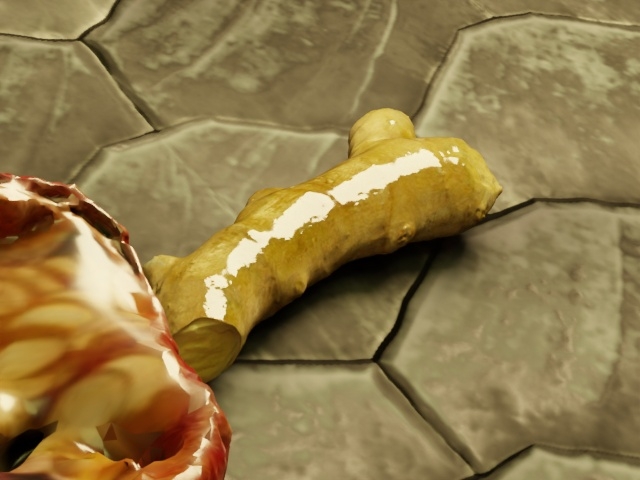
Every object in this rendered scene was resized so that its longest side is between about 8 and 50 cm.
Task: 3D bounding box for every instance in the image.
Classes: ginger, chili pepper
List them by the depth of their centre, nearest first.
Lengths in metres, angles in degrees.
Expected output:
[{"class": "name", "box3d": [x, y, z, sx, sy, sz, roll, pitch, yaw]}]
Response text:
[{"class": "chili pepper", "box3d": [-0.132, 0.126, 0.541, 0.229, 0.305, 0.251, 26, 32, 0]}, {"class": "ginger", "box3d": [0.000, -0.003, 0.897, 0.118, 0.065, 0.299, 26, 39, 28]}]
